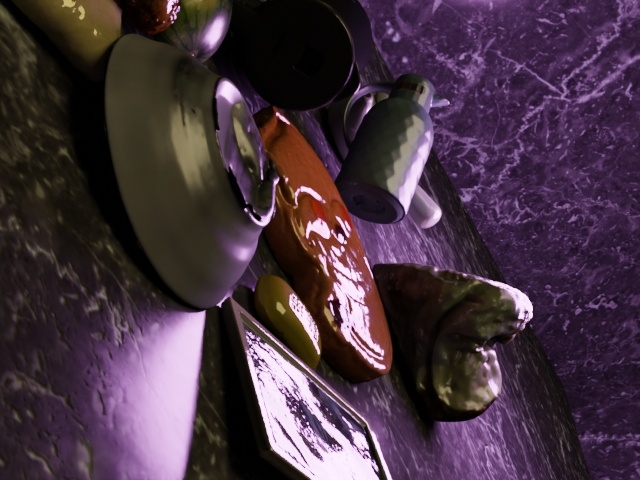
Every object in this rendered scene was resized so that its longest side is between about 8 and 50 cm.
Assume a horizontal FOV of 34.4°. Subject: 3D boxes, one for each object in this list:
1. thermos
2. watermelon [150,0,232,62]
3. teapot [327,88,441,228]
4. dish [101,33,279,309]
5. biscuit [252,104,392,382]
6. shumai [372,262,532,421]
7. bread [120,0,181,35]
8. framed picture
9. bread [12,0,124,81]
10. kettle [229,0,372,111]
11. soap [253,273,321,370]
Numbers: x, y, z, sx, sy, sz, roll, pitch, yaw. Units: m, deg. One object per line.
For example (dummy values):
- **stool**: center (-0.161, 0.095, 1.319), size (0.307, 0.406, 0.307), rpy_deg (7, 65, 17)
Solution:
- **thermos**: center (0.120, -0.185, 1.935), size (0.145, 0.182, 0.286), rpy_deg (88, 21, -63)
- **watermelon**: center (-0.193, -0.348, 1.375), size (0.204, 0.127, 0.232), rpy_deg (35, 27, -55)
- **teapot**: center (0.133, -0.172, 2.132), size (0.318, 0.149, 0.220), rpy_deg (62, 17, -7)
- **dish**: center (-0.123, -0.088, 1.145), size (0.316, 0.106, 0.316), rpy_deg (-16, 90, -77)
- **biscuit**: center (0.001, 0.000, 1.593), size (0.455, 0.078, 0.350), rpy_deg (68, 12, 11)
- **shumai**: center (0.212, 0.188, 1.857), size (0.309, 0.304, 0.263), rpy_deg (28, 73, -68)
- **bread**: center (-0.232, -0.318, 1.186), size (0.193, 0.064, 0.193), rpy_deg (41, -12, 11)
- **framed picture**: center (0.002, 0.228, 1.203), size (0.324, 0.020, 0.240), rpy_deg (47, 14, -38)
- **bread**: center (-0.277, -0.267, 1.083), size (0.178, 0.060, 0.139), rpy_deg (50, 21, -44)
- **kettle**: center (-0.038, -0.346, 1.700), size (0.262, 0.203, 0.308), rpy_deg (59, 12, -10)
- **soap**: center (-0.039, 0.104, 1.321), size (0.140, 0.045, 0.089), rpy_deg (56, 14, -30)
